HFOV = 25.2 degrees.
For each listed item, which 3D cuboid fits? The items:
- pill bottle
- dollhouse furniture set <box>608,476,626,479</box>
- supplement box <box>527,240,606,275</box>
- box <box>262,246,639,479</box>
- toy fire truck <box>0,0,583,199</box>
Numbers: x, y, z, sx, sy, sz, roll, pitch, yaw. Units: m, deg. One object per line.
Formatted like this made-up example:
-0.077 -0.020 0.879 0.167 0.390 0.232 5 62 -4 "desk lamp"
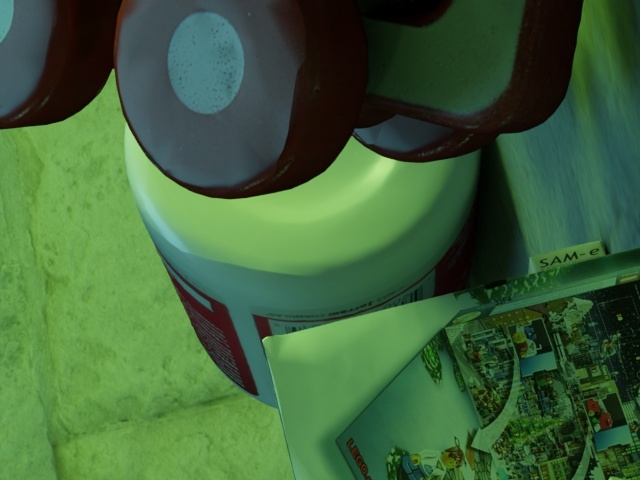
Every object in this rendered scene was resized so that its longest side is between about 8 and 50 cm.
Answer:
0.000 0.000 1.068 0.408 0.229 0.229 81 175 -68 "pill bottle"
0.111 0.064 0.392 0.114 0.081 0.091 -111 7 -77 "dollhouse furniture set"
0.125 0.059 0.660 0.062 0.036 0.098 81 176 -63 "supplement box"
0.085 0.126 0.457 0.044 0.159 0.233 86 171 -69 "box"
-0.029 -0.163 0.587 0.169 0.302 0.254 -14 -65 -52 "toy fire truck"
